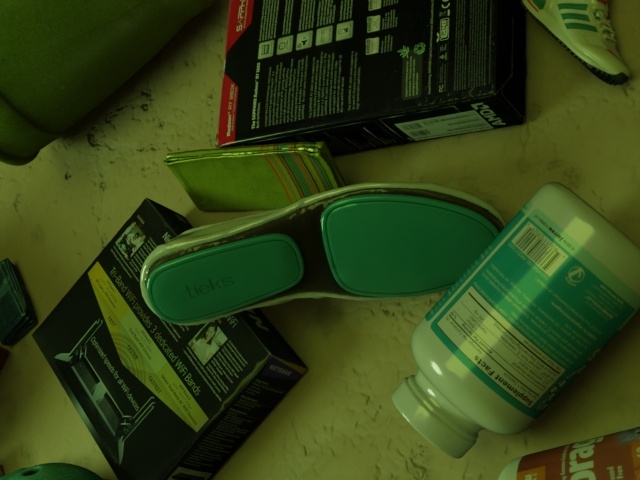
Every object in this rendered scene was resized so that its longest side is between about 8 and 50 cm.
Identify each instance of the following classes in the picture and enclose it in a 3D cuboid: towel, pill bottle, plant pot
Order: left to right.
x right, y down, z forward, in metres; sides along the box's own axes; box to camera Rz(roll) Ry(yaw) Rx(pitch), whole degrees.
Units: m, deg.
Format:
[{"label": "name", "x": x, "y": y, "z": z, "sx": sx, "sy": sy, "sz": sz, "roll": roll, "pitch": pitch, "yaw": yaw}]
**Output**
[{"label": "towel", "x": -0.449, "y": 0.088, "z": 1.495, "sx": 0.067, "sy": 0.029, "sz": 0.119, "roll": -43, "pitch": 56, "yaw": 15}, {"label": "plant pot", "x": -0.348, "y": -0.343, "z": 1.413, "sx": 0.353, "sy": 0.366, "sz": 0.366, "roll": -27, "pitch": 60, "yaw": 10}, {"label": "towel", "x": -0.077, "y": -0.071, "z": 1.266, "sx": 0.237, "sy": 0.102, "sz": 0.021, "roll": 0, "pitch": 45, "yaw": 33}, {"label": "pill bottle", "x": 0.188, "y": 0.083, "z": 1.005, "sx": 0.264, "sy": 0.146, "sz": 0.146, "roll": -49, "pitch": 54, "yaw": 10}, {"label": "pill bottle", "x": 0.234, "y": 0.241, "z": 0.932, "sx": 0.216, "sy": 0.121, "sz": 0.121, "roll": -21, "pitch": 63, "yaw": 25}]

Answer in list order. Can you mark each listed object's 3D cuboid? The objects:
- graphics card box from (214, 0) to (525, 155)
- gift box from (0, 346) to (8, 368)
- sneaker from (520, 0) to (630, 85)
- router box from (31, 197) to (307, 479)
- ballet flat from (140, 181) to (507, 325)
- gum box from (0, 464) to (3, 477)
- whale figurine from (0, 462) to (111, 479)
[{"label": "graphics card box", "x": 0.056, "y": -0.227, "z": 1.237, "sx": 0.371, "sy": 0.094, "sz": 0.232, "roll": -8, "pitch": 69, "yaw": 32}, {"label": "gift box", "x": -0.613, "y": 0.171, "z": 1.435, "sx": 0.258, "sy": 0.255, "sz": 0.276, "roll": 22, "pitch": 82, "yaw": 22}, {"label": "sneaker", "x": 0.284, "y": -0.234, "z": 1.111, "sx": 0.075, "sy": 0.057, "sz": 0.161, "roll": -48, "pitch": 51, "yaw": 17}, {"label": "router box", "x": -0.194, "y": 0.135, "z": 1.278, "sx": 0.243, "sy": 0.081, "sz": 0.309, "roll": -49, "pitch": 54, "yaw": 9}, {"label": "ballet flat", "x": 0.000, "y": 0.000, "z": 1.153, "sx": 0.400, "sy": 0.139, "sz": 0.139, "roll": -10, "pitch": 66, "yaw": 6}, {"label": "gum box", "x": -0.501, "y": 0.389, "z": 1.399, "sx": 0.188, "sy": 0.062, "sz": 0.107, "roll": -36, "pitch": 57, "yaw": 17}, {"label": "whale figurine", "x": -0.341, "y": 0.317, "z": 1.237, "sx": 0.272, "sy": 0.216, "sz": 0.141, "roll": 18, "pitch": 122, "yaw": 57}]
